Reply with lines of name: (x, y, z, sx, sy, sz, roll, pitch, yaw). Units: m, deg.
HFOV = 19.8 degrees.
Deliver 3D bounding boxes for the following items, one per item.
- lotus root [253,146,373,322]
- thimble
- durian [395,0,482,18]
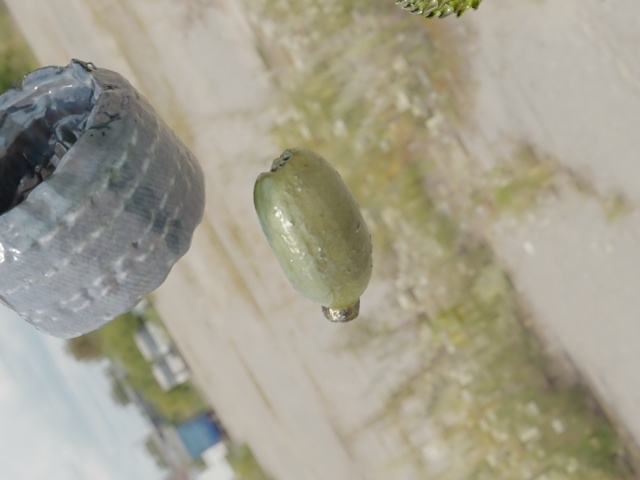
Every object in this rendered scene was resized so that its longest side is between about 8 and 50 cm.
lotus root: (0.001, 0.000, 1.634, 0.077, 0.090, 0.183, 18, 140, 48)
thimble: (-0.238, -0.041, 1.720, 0.172, 0.236, 0.205, 47, 176, -37)
durian: (0.082, -0.205, 1.186, 0.086, 0.100, 0.215, 42, 163, -30)
